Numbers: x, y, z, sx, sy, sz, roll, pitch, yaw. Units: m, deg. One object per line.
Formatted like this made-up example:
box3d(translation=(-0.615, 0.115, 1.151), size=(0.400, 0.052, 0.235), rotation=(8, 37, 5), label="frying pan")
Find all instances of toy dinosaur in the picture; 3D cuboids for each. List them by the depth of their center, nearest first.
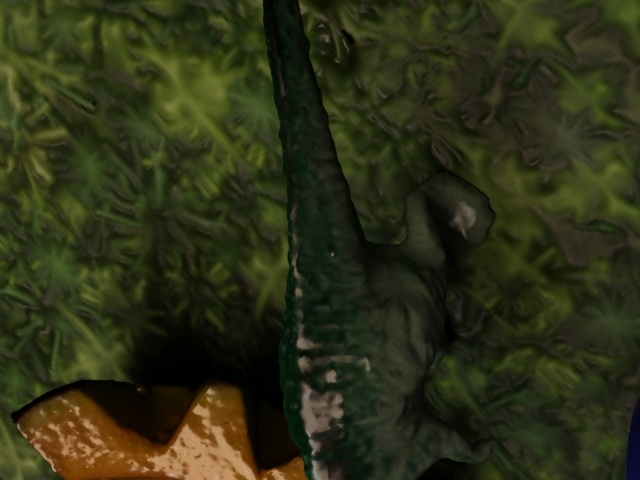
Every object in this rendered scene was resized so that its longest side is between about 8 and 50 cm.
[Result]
box3d(translation=(0.023, -0.003, 0.649), size=(0.076, 0.129, 0.383), rotation=(-11, 84, 26), label="toy dinosaur")

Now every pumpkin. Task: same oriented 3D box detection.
box3d(translation=(-0.016, 0.145, 0.755), size=(0.130, 0.149, 0.254), rotation=(-37, 91, -4), label="pumpkin")

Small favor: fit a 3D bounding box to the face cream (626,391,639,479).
box3d(translation=(0.204, 0.096, 0.513), size=(0.206, 0.206, 0.111), rotation=(49, 125, -3), label="face cream")
